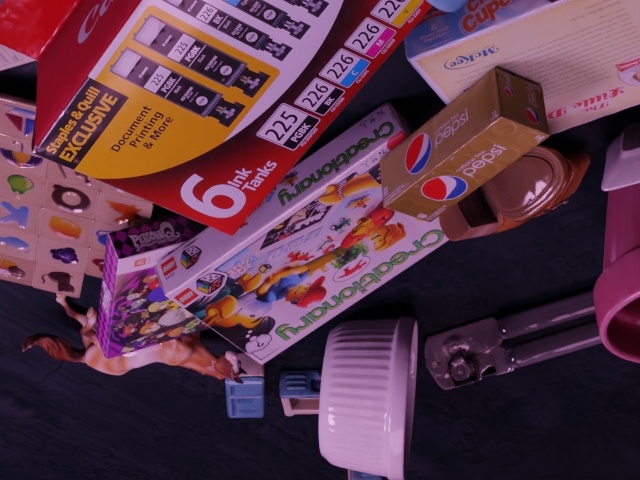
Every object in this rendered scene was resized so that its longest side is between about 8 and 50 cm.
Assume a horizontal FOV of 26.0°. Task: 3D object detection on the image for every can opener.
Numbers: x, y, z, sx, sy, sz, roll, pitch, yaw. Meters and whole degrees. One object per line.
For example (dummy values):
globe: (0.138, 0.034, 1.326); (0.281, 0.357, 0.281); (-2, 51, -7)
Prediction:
can opener: (0.268, 0.123, 1.791); (0.283, 0.076, 0.095); (-19, 176, 25)

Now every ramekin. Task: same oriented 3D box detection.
ramekin: (0.062, 0.196, 1.757); (0.109, 0.207, 0.207); (4, 149, 7)

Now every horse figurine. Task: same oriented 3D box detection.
horse figurine: (-0.233, 0.121, 1.741); (0.263, 0.066, 0.174); (-6, 142, 1)

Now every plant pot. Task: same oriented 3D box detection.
plant pot: (0.388, 0.012, 1.494); (0.201, 0.180, 0.201); (-1, 147, -1)

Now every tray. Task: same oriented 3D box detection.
tray: (0.409, -0.116, 1.367); (0.270, 0.145, 0.030); (-15, 106, 19)

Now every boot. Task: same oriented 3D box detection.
boot: (0.226, -0.064, 1.421); (0.152, 0.073, 0.197); (-18, 174, -32)

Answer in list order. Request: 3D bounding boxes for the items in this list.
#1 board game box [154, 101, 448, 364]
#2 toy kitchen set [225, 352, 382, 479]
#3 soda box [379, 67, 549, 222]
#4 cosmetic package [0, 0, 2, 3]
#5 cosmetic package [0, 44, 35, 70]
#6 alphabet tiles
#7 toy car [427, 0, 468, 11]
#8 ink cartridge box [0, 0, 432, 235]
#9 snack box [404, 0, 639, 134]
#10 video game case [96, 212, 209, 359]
board game box: (0.000, 0.000, 1.485); (0.305, 0.053, 0.193); (-35, 140, 12)
toy kitchen set: (-0.024, 0.249, 1.860); (0.207, 0.166, 0.122); (-1, 149, -2)
soda box: (0.134, -0.088, 1.322); (0.061, 0.058, 0.181); (17, 144, -30)
cosmetic package: (-0.461, -0.126, 1.179); (0.230, 0.161, 0.453); (36, 137, -13)
cosmetic package: (-0.317, -0.184, 1.269); (0.115, 0.041, 0.060); (-12, 146, 15)
alphabet tiles: (-0.324, -0.045, 1.477); (0.285, 0.011, 0.342); (14, 146, -7)
toy car: (0.098, -0.332, 0.975); (0.219, 0.210, 0.238); (-39, 105, 26)
ink cartridge box: (-0.105, -0.186, 1.133); (0.271, 0.130, 0.309); (23, 127, -28)
snack box: (0.260, -0.193, 1.271); (0.321, 0.060, 0.187); (-19, 145, 25)
video game case: (-0.145, 0.039, 1.571); (0.210, 0.042, 0.232); (-15, 153, -22)
